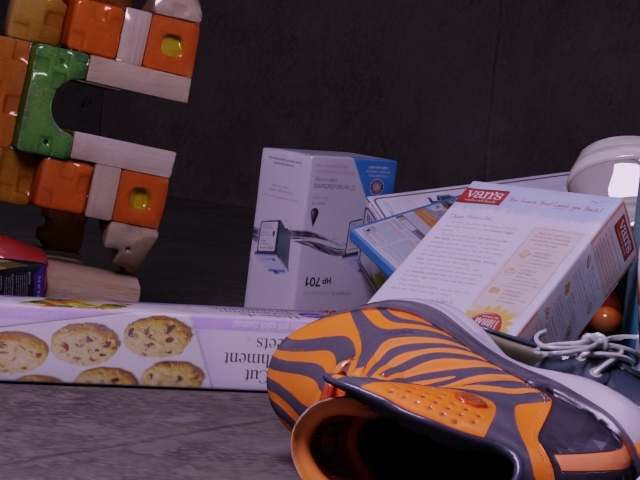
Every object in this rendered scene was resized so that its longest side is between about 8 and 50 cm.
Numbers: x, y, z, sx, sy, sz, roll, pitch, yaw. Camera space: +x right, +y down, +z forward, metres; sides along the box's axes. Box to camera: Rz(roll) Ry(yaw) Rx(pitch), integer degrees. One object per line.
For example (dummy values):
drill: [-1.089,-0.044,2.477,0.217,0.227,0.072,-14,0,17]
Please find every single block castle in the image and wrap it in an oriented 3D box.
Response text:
block castle: [-0.288,-0.145,2.000,0.213,0.453,0.303,11,2,-23]

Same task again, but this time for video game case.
video game case: [0.129,0.003,1.935,0.166,0.015,0.119,-17,42,-30]

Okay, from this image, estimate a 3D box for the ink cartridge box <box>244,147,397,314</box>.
ink cartridge box: [0.000,0.000,2.071,0.082,0.190,0.140,11,7,44]

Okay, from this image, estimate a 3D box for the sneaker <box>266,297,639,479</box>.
sneaker: [0.034,0.103,1.150,0.180,0.124,0.321,3,4,-40]

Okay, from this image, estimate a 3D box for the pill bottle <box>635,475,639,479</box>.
pill bottle: [0.229,0.151,0.968,0.160,0.087,0.087,2,5,-38]

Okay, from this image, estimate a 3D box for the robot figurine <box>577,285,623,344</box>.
robot figurine: [0.208,0.068,1.832,0.158,0.128,0.219,48,23,22]

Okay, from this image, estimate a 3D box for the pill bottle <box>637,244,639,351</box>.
pill bottle: [0.263,0.066,1.091,0.162,0.162,0.278,6,-25,14]

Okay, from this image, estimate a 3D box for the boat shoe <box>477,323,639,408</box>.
boat shoe: [0.179,0.102,1.361,0.095,0.079,0.254,2,4,-37]

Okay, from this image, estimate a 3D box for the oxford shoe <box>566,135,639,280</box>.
oxford shoe: [0.450,0.008,1.803,0.449,0.130,0.169,9,-31,4]

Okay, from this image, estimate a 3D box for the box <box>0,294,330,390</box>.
box: [-0.140,0.085,1.586,0.324,0.067,0.063,5,5,-19]

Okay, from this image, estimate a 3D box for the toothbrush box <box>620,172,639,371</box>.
toothbrush box: [0.334,0.009,1.636,0.126,0.295,0.216,5,3,3]

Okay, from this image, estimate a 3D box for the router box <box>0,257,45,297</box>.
router box: [-0.428,0.046,1.662,0.309,0.081,0.243,6,4,16]

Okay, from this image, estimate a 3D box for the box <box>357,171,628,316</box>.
box: [0.202,0.016,2.019,0.290,0.087,0.169,-8,38,-20]

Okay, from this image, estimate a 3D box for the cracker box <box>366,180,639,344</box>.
cracker box: [0.140,0.049,1.598,0.156,0.067,0.232,9,44,39]
